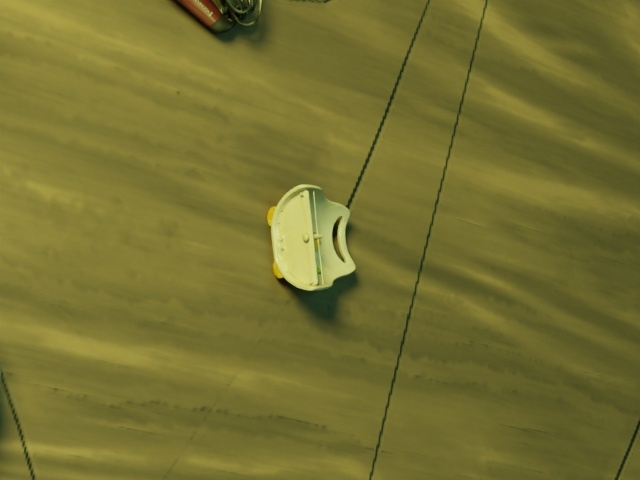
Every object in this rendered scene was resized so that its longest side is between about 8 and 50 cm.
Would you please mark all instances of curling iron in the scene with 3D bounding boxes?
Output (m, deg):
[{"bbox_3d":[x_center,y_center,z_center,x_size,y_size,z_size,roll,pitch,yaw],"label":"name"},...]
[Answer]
[{"bbox_3d":[-0.149,-0.247,1.477,0.274,0.035,0.068,34,59,-31],"label":"curling iron"}]

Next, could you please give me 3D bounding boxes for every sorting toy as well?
[{"bbox_3d":[0.000,0.000,1.556,0.075,0.045,0.083,0,83,-46],"label":"sorting toy"}]
